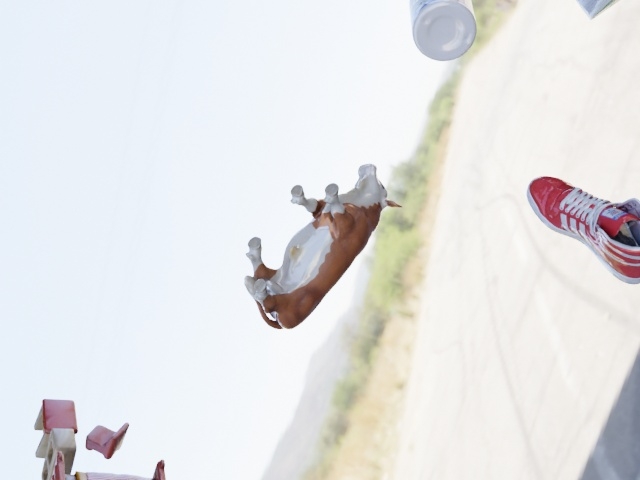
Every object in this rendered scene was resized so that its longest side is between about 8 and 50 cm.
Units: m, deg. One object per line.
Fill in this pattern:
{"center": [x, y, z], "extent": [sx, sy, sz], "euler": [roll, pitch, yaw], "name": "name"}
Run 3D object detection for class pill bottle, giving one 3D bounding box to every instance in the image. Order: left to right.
{"center": [0.148, -0.283, 1.290], "extent": [0.137, 0.078, 0.078], "euler": [-87, 11, -56], "name": "pill bottle"}

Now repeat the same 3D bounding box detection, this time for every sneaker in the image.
{"center": [0.207, -0.021, 0.801], "extent": [0.042, 0.118, 0.067], "euler": [-44, -24, -10], "name": "sneaker"}

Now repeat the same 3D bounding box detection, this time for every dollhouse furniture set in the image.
{"center": [-0.418, 0.416, 1.974], "extent": [0.374, 0.201, 0.152], "euler": [-118, 41, -55], "name": "dollhouse furniture set"}

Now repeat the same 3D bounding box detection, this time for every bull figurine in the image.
{"center": [0.000, 0.000, 1.636], "extent": [0.310, 0.101, 0.188], "euler": [-57, -37, -5], "name": "bull figurine"}

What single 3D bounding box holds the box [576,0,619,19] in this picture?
{"center": [0.272, -0.367, 0.989], "extent": [0.127, 0.231, 0.262], "euler": [-35, -3, -6], "name": "box"}
